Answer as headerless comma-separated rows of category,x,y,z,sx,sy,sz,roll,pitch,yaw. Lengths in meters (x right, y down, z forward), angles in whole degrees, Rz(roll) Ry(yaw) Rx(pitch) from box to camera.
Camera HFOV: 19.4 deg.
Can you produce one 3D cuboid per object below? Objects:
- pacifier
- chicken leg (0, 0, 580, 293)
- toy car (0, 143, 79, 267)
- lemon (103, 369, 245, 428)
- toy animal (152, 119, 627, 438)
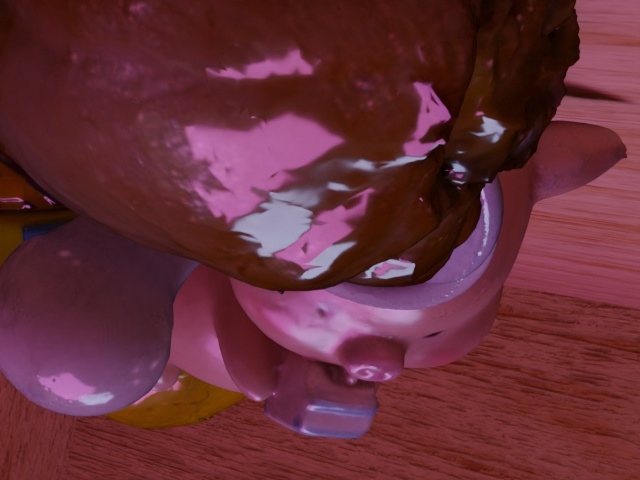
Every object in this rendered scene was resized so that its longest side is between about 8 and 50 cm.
pacifier,-0.057,-0.010,0.828,0.287,0.226,0.238,4,137,50
chicken leg,-0.072,-0.087,0.617,0.201,0.152,0.429,30,175,-35
toy car,-0.183,-0.064,1.251,0.200,0.142,0.248,-7,-162,-17
lemon,-0.149,0.036,1.759,0.297,0.297,0.297,12,177,1
toy animal,0.002,0.002,1.058,0.195,0.212,0.256,12,178,-34
